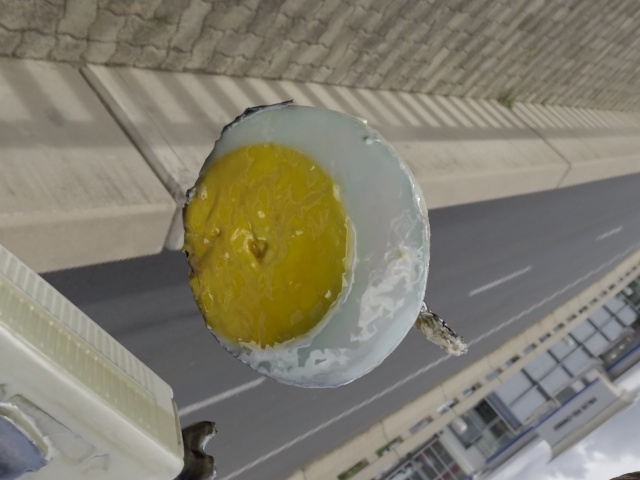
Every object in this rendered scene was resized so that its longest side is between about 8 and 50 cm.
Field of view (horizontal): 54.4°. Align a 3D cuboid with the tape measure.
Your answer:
[{"bbox_3d":[-0.241,0.151,0.430,0.231,0.133,0.271,-39,123,2],"label":"tape measure"}]

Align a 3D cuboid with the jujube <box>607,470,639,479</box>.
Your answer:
[{"bbox_3d":[0.429,0.383,0.744,0.318,0.223,0.223,-22,156,-11],"label":"jujube"}]

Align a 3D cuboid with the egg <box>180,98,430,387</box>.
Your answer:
[{"bbox_3d":[0.000,0.000,0.788,0.337,0.337,0.201,-46,167,18],"label":"egg"}]

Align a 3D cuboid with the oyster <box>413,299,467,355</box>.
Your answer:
[{"bbox_3d":[0.106,0.079,1.054,0.078,0.345,0.129,-54,164,12],"label":"oyster"}]
